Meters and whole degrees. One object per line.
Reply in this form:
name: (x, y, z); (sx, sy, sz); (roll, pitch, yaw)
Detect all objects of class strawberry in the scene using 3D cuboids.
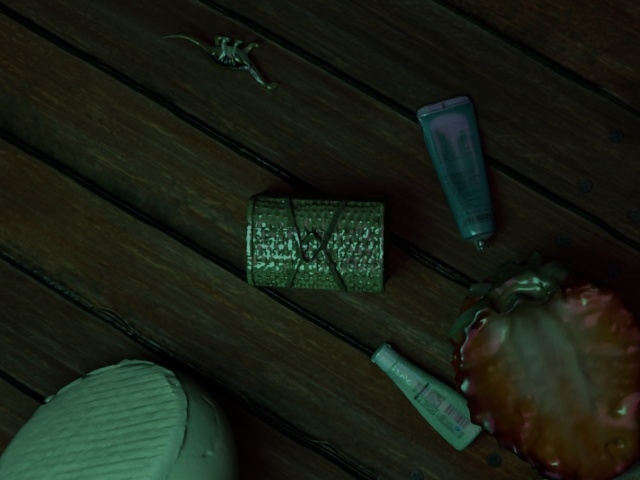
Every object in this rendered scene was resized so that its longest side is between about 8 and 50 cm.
strawberry: (0.323, 0.184, 1.395); (0.265, 0.149, 0.336); (-28, 101, 2)

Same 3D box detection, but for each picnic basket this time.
picnic basket: (0.000, 0.000, 1.405); (0.197, 0.154, 0.134); (4, 95, 8)

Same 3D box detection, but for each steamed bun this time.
steamed bun: (-0.274, 0.362, 1.388); (0.375, 0.374, 0.241); (-30, 122, 9)

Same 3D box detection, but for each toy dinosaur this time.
toy dinosaur: (-0.138, -0.281, 1.458); (0.180, 0.037, 0.058); (25, 93, 4)

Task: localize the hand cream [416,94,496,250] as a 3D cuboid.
hand cream: (0.204, -0.095, 1.433); (0.083, 0.048, 0.224); (-15, 87, 8)

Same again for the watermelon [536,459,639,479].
watermelon: (0.373, 0.474, 1.363); (0.251, 0.293, 0.283); (-14, 90, 38)

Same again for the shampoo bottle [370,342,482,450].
shampoo bottle: (0.156, 0.225, 1.461); (0.191, 0.041, 0.069); (40, 104, 3)
